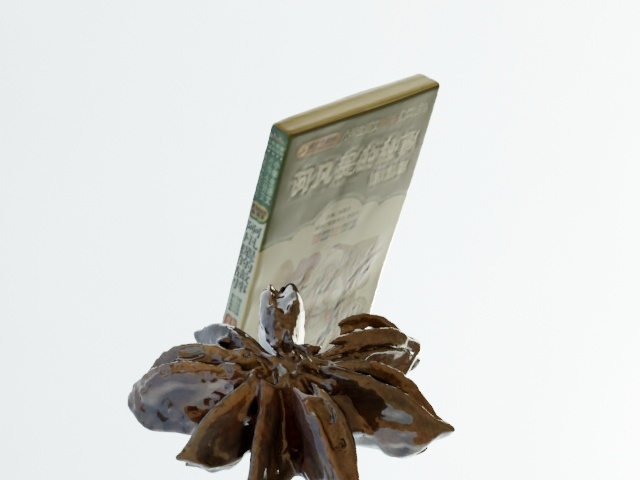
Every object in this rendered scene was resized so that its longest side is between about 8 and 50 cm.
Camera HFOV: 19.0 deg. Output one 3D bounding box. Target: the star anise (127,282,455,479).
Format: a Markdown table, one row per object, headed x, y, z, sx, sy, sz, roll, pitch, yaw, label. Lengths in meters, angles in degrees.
| x | y | z | sx | sy | sz | roll | pitch | yaw | label |
| --- | --- | --- | --- | --- | --- | --- | --- | --- | --- |
| -0.024 | 0.109 | 1.346 | 0.229 | 0.236 | 0.093 | -86 | -8 | -51 | star anise |

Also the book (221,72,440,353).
| x | y | z | sx | sy | sz | roll | pitch | yaw | label |
| --- | --- | --- | --- | --- | --- | --- | --- | --- | --- |
| 0.000 | 0.000 | 1.579 | 0.027 | 0.264 | 0.202 | 33 | -147 | 28 | book |
